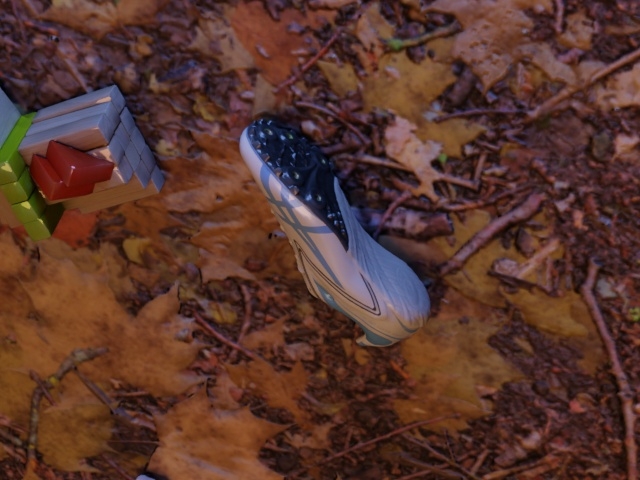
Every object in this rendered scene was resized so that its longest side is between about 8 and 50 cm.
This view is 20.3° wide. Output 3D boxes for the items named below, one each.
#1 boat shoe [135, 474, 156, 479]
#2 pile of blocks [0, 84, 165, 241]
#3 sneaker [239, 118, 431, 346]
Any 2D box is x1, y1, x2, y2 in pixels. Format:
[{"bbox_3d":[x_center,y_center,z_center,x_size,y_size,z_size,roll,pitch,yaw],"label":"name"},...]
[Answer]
[{"bbox_3d":[-0.177,0.279,1.826,0.035,0.035,0.100,30,137,31],"label":"boat shoe"},{"bbox_3d":[-0.326,-0.061,1.567,0.362,0.113,0.149,7,127,9],"label":"pile of blocks"},{"bbox_3d":[0.000,0.000,1.538,0.086,0.085,0.237,-29,110,27],"label":"sneaker"}]
